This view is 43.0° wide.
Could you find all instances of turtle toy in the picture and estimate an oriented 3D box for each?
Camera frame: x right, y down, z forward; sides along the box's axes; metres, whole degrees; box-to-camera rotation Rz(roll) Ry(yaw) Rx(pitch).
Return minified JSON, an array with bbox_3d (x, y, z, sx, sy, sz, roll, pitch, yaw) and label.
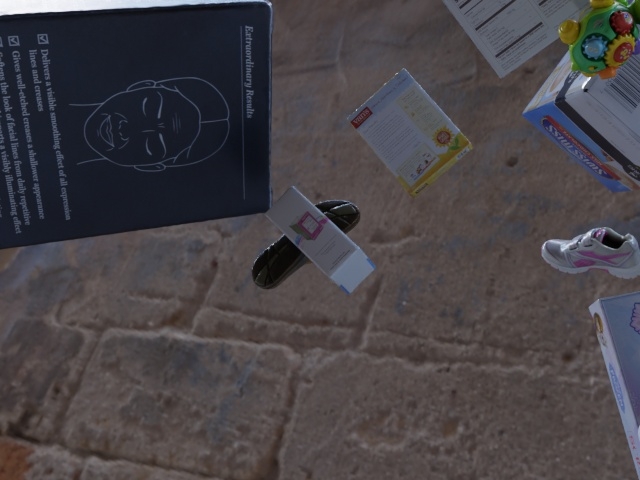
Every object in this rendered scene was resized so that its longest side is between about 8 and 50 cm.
[{"bbox_3d":[0.345,-0.243,0.949,0.095,0.130,0.066,36,14,-45],"label":"turtle toy"}]

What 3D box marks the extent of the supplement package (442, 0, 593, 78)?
[{"bbox_3d":[0.267,-0.407,1.137,0.198,0.199,0.263,-35,-82,31],"label":"supplement package"}]

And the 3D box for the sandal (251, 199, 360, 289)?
[{"bbox_3d":[-0.022,0.012,1.416,0.090,0.219,0.060,47,0,38],"label":"sandal"}]

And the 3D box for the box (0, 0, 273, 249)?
[{"bbox_3d":[-0.276,-0.183,1.069,0.395,0.212,0.293,-8,-58,-17],"label":"box"}]

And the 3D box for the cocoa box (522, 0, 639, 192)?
[{"bbox_3d":[0.548,-0.281,1.322,0.231,0.347,0.228,38,-6,-9],"label":"cocoa box"}]

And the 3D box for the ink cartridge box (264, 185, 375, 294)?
[{"bbox_3d":[0.000,0.000,0.989,0.122,0.052,0.088,45,0,25],"label":"ink cartridge box"}]

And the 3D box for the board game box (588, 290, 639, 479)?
[{"bbox_3d":[0.572,0.204,1.114,0.318,0.319,0.066,-11,-16,2],"label":"board game box"}]

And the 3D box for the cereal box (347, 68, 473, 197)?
[{"bbox_3d":[0.195,-0.238,1.798,0.240,0.173,0.047,54,11,21],"label":"cereal box"}]

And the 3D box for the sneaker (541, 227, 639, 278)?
[{"bbox_3d":[0.673,0.016,2.011,0.252,0.103,0.111,4,-53,29],"label":"sneaker"}]

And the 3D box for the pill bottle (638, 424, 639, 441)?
[{"bbox_3d":[0.418,0.180,0.883,0.087,0.087,0.160,21,-49,-1],"label":"pill bottle"}]
